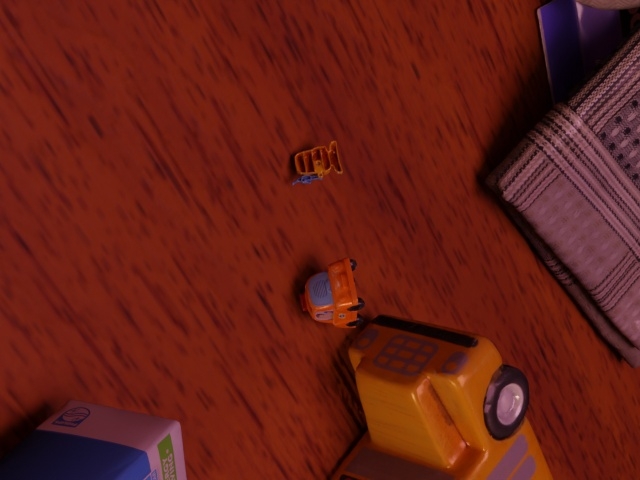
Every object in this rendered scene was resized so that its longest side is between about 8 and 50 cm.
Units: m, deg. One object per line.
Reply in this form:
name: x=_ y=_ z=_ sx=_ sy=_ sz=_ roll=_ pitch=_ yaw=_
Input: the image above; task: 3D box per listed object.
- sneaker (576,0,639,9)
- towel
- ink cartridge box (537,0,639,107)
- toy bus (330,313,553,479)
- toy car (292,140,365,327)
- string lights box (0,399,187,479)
sneaker: x=0.205 y=-0.335 z=1.051 sx=0.321 sy=0.124 sz=0.180 roll=64 pitch=38 yaw=-42
towel: x=0.317 y=-0.065 z=1.178 sx=0.312 sy=0.056 sz=0.324 roll=-45 pitch=135 yaw=1
ink cartridge box: x=0.270 y=-0.136 z=1.224 sx=0.208 sy=0.045 sz=0.206 roll=-35 pitch=121 yaw=-40
toy bus: x=0.106 y=0.211 z=1.032 sx=0.130 sy=0.108 sz=0.333 roll=-47 pitch=128 yaw=-28
toy car: x=0.000 y=0.000 z=0.948 sx=0.040 sy=0.060 sz=0.122 roll=-10 pitch=86 yaw=-5
string lights box: x=-0.158 y=0.200 z=0.693 sx=0.259 sy=0.076 sz=0.133 roll=-43 pitch=135 yaw=-55
